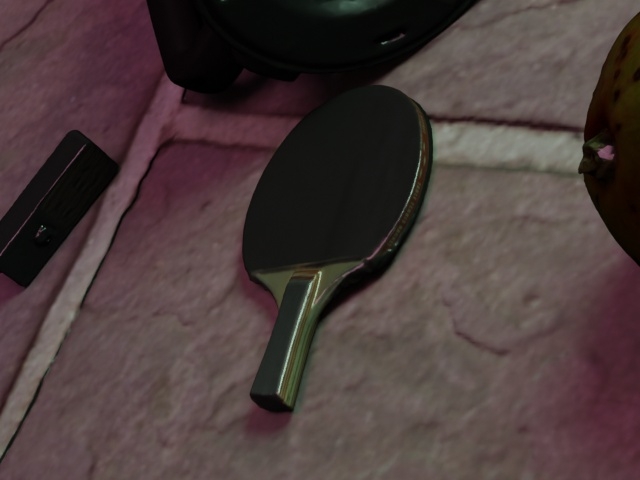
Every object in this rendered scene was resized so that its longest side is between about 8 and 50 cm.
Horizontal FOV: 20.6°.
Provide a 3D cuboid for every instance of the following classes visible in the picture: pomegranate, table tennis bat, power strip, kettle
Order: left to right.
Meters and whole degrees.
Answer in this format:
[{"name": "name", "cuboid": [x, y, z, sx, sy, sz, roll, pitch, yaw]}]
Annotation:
[{"name": "power strip", "cuboid": [-0.186, -0.021, 1.210, 0.111, 0.038, 0.029, -53, 42, -2]}, {"name": "kettle", "cuboid": [-0.022, -0.249, 1.160, 0.203, 0.262, 0.308, -12, 39, -11]}, {"name": "table tennis bat", "cuboid": [0.000, 0.000, 1.047, 0.130, 0.019, 0.220, -7, 55, 39]}, {"name": "pomegranate", "cuboid": [0.218, -0.051, 0.814, 0.205, 0.159, 0.159, -14, 47, 0]}]
